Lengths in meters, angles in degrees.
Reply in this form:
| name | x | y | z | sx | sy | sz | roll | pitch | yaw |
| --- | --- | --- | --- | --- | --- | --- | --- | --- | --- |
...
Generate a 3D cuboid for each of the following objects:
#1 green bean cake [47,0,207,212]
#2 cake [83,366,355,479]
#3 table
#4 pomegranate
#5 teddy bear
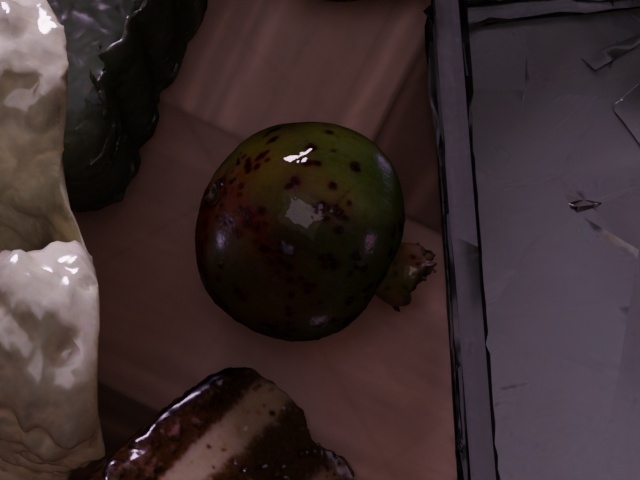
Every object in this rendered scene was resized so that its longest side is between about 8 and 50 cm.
| name | x | y | z | sx | sy | sz | roll | pitch | yaw |
| --- | --- | --- | --- | --- | --- | --- | --- | --- | --- |
| green bean cake | -0.172 | -0.149 | 1.014 | 0.222 | 0.125 | 0.227 | 18 | 78 | 10 |
| cake | -0.111 | 0.183 | 0.981 | 0.112 | 0.135 | 0.246 | 48 | 55 | 0 |
| table | 0.169 | -0.011 | 0.885 | 0.222 | 0.272 | 0.335 | -5 | 78 | 4 |
| pomegranate | -0.006 | -0.001 | 0.973 | 0.130 | 0.130 | 0.130 | -1 | 78 | 4 |
| teddy bear | -0.300 | 0.068 | 0.881 | 0.362 | 0.375 | 0.327 | -6 | 68 | -12 |
